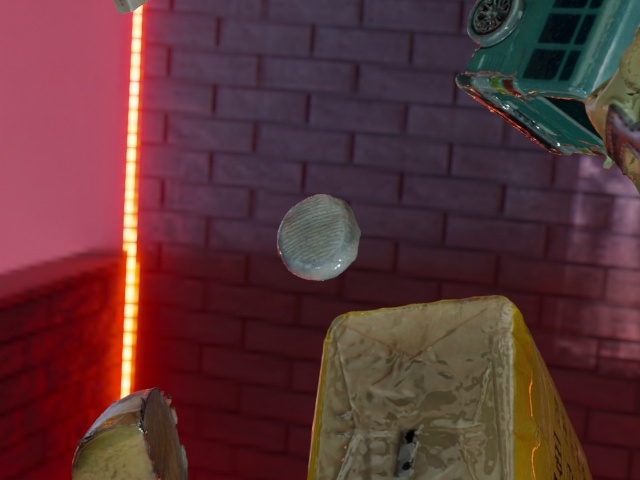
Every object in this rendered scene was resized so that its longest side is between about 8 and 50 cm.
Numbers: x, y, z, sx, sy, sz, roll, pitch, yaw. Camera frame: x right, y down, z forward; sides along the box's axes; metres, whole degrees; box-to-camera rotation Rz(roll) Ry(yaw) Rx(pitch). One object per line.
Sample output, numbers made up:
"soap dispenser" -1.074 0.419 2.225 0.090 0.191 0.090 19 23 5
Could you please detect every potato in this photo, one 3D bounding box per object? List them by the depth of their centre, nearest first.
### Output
"potato" -0.198 0.226 1.592 0.098 0.243 0.138 -5 -140 4

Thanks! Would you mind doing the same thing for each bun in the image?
"bun" 0.000 0.000 1.336 0.083 0.083 0.045 10 159 33

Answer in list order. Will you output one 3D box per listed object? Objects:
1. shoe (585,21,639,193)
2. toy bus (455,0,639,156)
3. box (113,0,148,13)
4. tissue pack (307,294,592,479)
"shoe" 0.218 -0.085 0.750 0.128 0.140 0.262 35 149 3
"toy bus" 0.217 -0.192 1.061 0.128 0.256 0.147 30 171 -37
"box" -0.219 -0.370 1.652 0.032 0.220 0.122 -5 -153 38
"tissue pack" 0.147 0.277 1.544 0.228 0.293 0.382 -7 144 17
